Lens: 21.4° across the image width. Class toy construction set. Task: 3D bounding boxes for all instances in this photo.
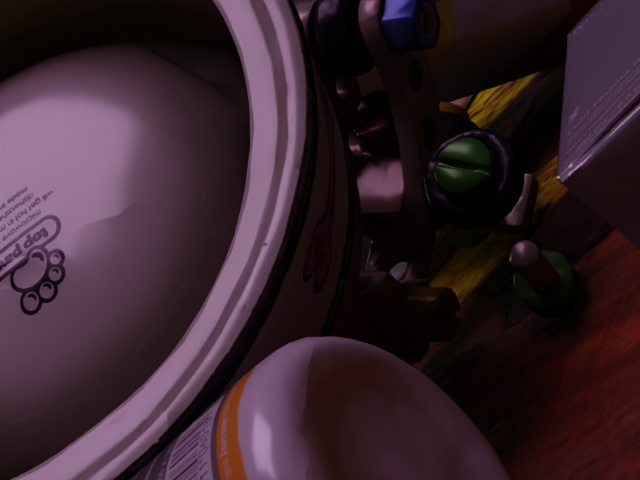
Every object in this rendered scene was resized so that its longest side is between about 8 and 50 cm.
[{"bbox_3d":[0.012,0.007,1.109,0.309,0.237,0.257,-24,61,16],"label":"toy construction set"}]

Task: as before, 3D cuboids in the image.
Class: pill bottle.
[{"bbox_3d":[-0.048,0.181,0.766,0.278,0.162,0.162,-44,11,29],"label":"pill bottle"}]

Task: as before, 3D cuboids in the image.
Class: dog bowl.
[{"bbox_3d":[-0.155,0.001,0.963,0.408,0.150,0.408,-11,63,23],"label":"dog bowl"}]

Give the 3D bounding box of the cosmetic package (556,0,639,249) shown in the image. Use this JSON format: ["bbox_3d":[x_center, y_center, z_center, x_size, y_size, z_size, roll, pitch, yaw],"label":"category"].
[{"bbox_3d":[0.202,-0.086,0.895,0.127,0.107,0.238,-47,12,22],"label":"cosmetic package"}]

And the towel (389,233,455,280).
[{"bbox_3d":[0.081,-0.001,1.325,0.152,0.023,0.113,-51,11,-17],"label":"towel"}]

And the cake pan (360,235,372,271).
[{"bbox_3d":[0.000,0.000,1.493,0.293,0.054,0.293,-45,18,19],"label":"cake pan"}]

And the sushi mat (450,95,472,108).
[{"bbox_3d":[0.091,-0.095,1.668,0.151,0.019,0.316,-38,14,49],"label":"sushi mat"}]

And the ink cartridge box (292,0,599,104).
[{"bbox_3d":[0.022,-0.237,1.308,0.385,0.279,0.160,-21,-9,-32],"label":"ink cartridge box"}]
